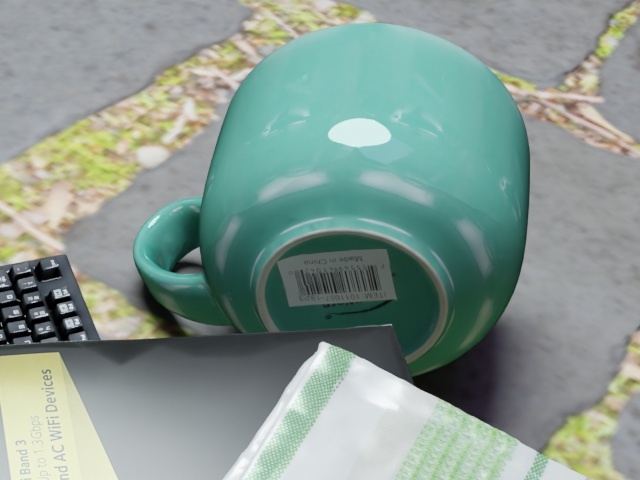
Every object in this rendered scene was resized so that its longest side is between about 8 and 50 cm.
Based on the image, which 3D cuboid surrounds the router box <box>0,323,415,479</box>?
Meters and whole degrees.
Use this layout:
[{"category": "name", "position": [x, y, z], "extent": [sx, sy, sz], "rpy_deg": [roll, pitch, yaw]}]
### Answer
[{"category": "router box", "position": [-0.062, 0.164, 0.517], "extent": [0.243, 0.081, 0.309], "rpy_deg": [-2, 44, -16]}]

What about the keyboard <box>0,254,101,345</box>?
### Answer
[{"category": "keyboard", "position": [-0.093, 0.068, 0.701], "extent": [0.108, 0.023, 0.180], "rpy_deg": [-6, 41, -21]}]

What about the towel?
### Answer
[{"category": "towel", "position": [0.042, 0.101, 0.539], "extent": [0.152, 0.023, 0.113], "rpy_deg": [28, 44, 9]}]

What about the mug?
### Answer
[{"category": "mug", "position": [0.010, 0.002, 0.742], "extent": [0.129, 0.158, 0.097], "rpy_deg": [29, 37, -16]}]
